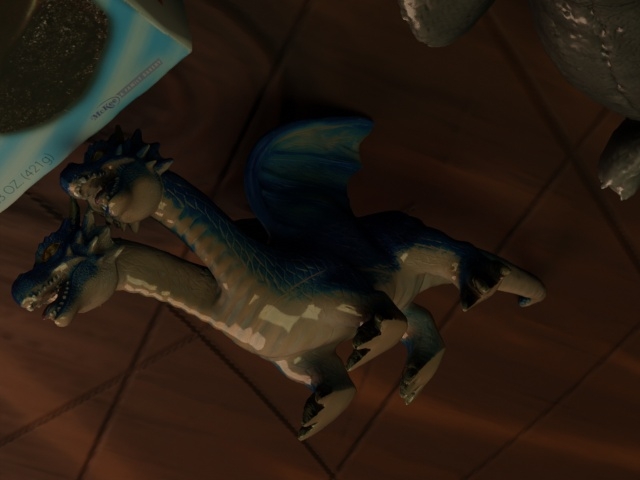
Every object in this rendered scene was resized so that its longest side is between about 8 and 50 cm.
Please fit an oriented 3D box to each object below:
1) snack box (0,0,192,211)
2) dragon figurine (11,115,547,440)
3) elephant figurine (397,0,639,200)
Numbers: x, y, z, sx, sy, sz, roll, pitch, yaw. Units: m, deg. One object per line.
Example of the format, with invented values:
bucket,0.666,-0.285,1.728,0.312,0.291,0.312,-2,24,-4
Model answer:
snack box,-0.232,-0.046,0.762,0.322,0.060,0.187,-38,129,22
dragon figurine,0.000,0.000,0.832,0.289,0.144,0.085,-18,148,-49
elephant figurine,0.103,-0.121,0.639,0.169,0.186,0.239,-28,174,26
